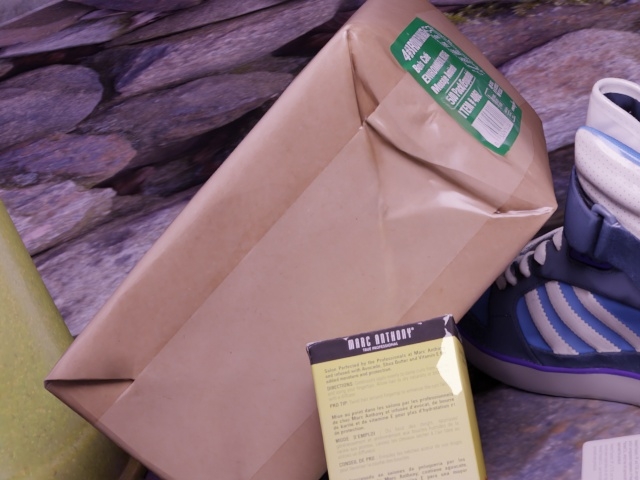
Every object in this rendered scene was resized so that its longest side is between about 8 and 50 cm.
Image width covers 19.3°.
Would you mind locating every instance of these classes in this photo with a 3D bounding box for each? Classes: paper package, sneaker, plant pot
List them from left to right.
[{"bbox_3d":[-0.292,0.083,1.362,0.276,0.254,0.276,-14,23,6],"label":"plant pot"},{"bbox_3d":[0.000,0.000,1.236,0.309,0.168,0.325,-50,3,14],"label":"paper package"},{"bbox_3d":[0.196,-0.012,1.290,0.130,0.236,0.323,-30,27,-31],"label":"sneaker"}]

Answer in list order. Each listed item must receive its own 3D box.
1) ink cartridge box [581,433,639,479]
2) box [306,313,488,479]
[{"bbox_3d":[0.266,0.161,1.056,0.231,0.078,0.134,-10,24,14],"label":"ink cartridge box"},{"bbox_3d":[0.055,0.162,1.018,0.087,0.232,0.058,-13,-18,9],"label":"box"}]
